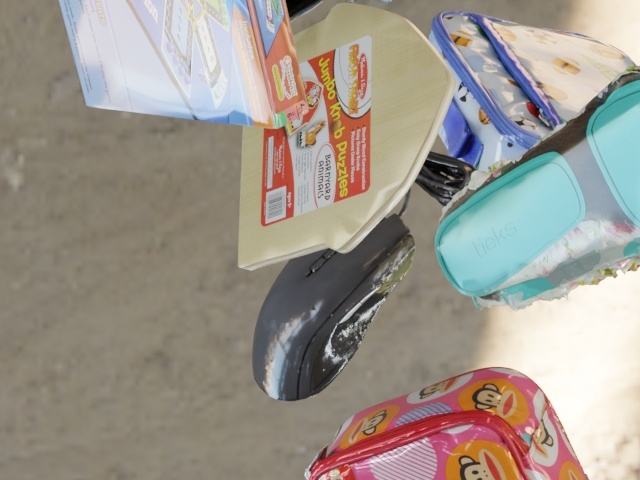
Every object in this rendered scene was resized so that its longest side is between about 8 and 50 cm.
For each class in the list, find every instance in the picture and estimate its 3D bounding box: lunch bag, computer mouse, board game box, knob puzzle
[{"bbox_3d":[0.126,0.274,1.672,0.258,0.120,0.293,-22,106,29],"label":"lunch bag"},{"bbox_3d":[0.221,-0.112,1.781,0.243,0.303,0.115,10,117,-22],"label":"lunch bag"},{"bbox_3d":[0.000,0.000,1.596,0.262,0.184,0.060,-50,138,-4],"label":"computer mouse"},{"bbox_3d":[-0.091,-0.192,0.867,0.145,0.027,0.281,11,121,44],"label":"board game box"},{"bbox_3d":[0.022,-0.079,1.307,0.213,0.213,0.030,-32,142,32],"label":"knob puzzle"}]

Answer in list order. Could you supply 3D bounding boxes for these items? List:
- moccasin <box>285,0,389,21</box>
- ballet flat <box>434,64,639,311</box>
[{"bbox_3d":[0.015,-0.268,1.762,0.342,0.117,0.138,-38,148,-24],"label":"moccasin"},{"bbox_3d":[0.148,-0.031,0.852,0.077,0.091,0.241,-17,177,-40],"label":"ballet flat"}]
